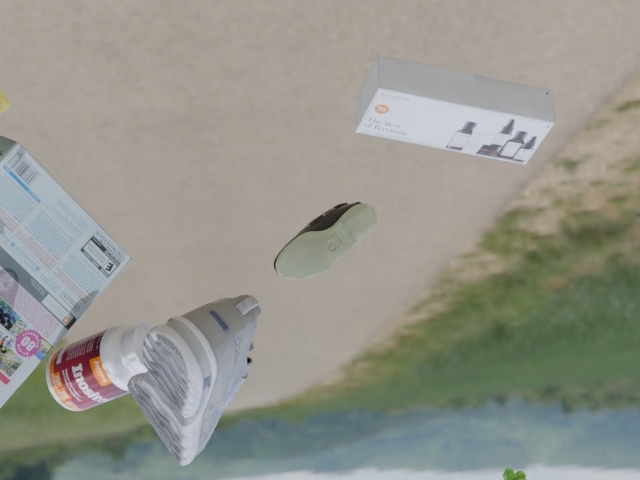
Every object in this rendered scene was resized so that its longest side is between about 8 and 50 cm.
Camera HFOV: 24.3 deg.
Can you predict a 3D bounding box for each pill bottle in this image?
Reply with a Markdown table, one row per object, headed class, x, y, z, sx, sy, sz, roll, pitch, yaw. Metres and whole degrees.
| class | x | y | z | sx | sy | sz | roll | pitch | yaw |
| --- | --- | --- | --- | --- | --- | --- | --- | --- | --- |
| pill bottle | -0.262 | 0.153 | 1.842 | 0.152 | 0.086 | 0.086 | -23 | 165 | 34 |

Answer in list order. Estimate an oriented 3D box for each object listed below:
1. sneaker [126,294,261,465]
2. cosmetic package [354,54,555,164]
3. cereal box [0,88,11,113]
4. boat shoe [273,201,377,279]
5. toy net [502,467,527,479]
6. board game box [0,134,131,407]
| class | x | y | z | sx | sy | sz | roll | pitch | yaw |
| --- | --- | --- | --- | --- | --- | --- | --- | --- | --- |
| sneaker | -0.112 | 0.139 | 1.458 | 0.115 | 0.105 | 0.281 | -31 | 168 | -23 |
| cosmetic package | 0.171 | -0.165 | 1.900 | 0.239 | 0.060 | 0.099 | 9 | 144 | -14 |
| cereal box | -0.489 | -0.218 | 1.840 | 0.047 | 0.173 | 0.240 | -42 | -159 | -24 |
| boat shoe | 0.001 | 0.002 | 1.605 | 0.133 | 0.049 | 0.042 | -34 | -161 | -25 |
| toy net | 0.198 | 0.321 | 1.374 | 0.045 | 0.232 | 0.122 | -7 | -142 | 47 |
| board game box | -0.411 | 0.057 | 1.788 | 0.097 | 0.303 | 0.224 | 19 | 154 | 54 |
